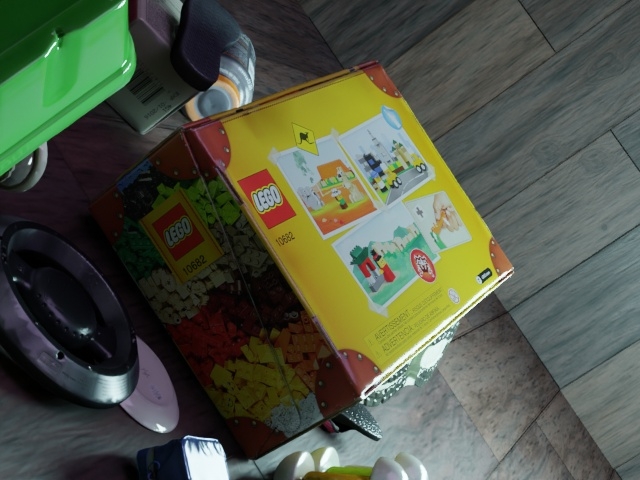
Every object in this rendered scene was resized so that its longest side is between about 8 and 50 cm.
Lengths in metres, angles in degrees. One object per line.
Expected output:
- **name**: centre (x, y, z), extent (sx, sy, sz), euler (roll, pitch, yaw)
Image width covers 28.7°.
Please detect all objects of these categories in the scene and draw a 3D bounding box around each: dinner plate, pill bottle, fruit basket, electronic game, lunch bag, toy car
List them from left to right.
- **fruit basket**: centre (-0.366, -0.148, 1.013), extent (0.283, 0.392, 0.392), euler (52, 15, -7)
- **electronic game**: centre (-0.265, 0.069, 1.255), extent (0.229, 0.048, 0.229), euler (47, 17, -19)
- **dinner plate**: centre (-0.197, 0.145, 1.362), extent (0.141, 0.017, 0.141), euler (49, 17, -21)
- **lunch bag**: centre (-0.141, 0.235, 1.245), extent (0.098, 0.065, 0.067), euler (27, 46, -61)
- **pill bottle**: centre (-0.176, -0.270, 2.095), extent (0.130, 0.130, 0.246), euler (48, 16, -21)
- **toy car**: centre (0.037, 0.320, 1.493), extent (0.182, 0.159, 0.136), euler (14, 78, -68)

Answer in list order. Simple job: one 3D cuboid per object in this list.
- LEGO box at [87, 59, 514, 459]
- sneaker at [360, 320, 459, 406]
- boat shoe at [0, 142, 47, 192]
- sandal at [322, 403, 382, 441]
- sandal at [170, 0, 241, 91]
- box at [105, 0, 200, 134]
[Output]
- **LEGO box**: centre (0.000, 0.000, 1.641), extent (0.372, 0.193, 0.500), euler (57, 33, 3)
- **sneaker**: centre (0.071, 0.155, 2.012), extent (0.182, 0.158, 0.410), euler (27, 7, 23)
- **boat shoe**: centre (-0.398, -0.180, 1.277), extent (0.324, 0.116, 0.096), euler (54, 19, 15)
- **sandal**: centre (0.012, 0.240, 1.757), extent (0.179, 0.040, 0.067), euler (29, 21, -28)
- **sandal**: centre (-0.179, -0.289, 1.814), extent (0.097, 0.054, 0.254), euler (43, 27, -16)
- **box**: centre (-0.268, -0.292, 1.870), extent (0.148, 0.127, 0.232), euler (46, 17, -29)
